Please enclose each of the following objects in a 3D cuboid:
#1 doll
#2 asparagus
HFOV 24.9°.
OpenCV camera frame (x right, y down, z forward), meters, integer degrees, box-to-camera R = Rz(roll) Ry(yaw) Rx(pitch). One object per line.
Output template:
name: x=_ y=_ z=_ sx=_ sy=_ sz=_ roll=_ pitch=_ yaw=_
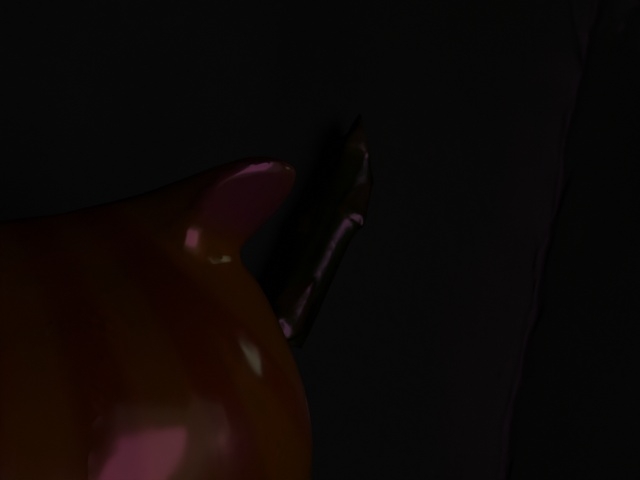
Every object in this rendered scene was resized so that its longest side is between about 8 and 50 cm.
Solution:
doll: x=-0.073 y=0.122 z=0.400 sx=0.167 sy=0.162 sz=0.269 roll=-9 pitch=89 yaw=-29
asparagus: x=-0.001 y=0.000 z=0.548 sx=0.021 sy=0.025 sz=0.108 roll=36 pitch=68 yaw=-29
